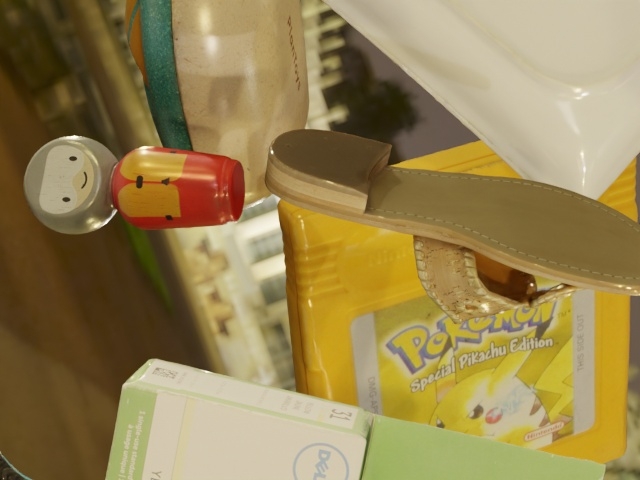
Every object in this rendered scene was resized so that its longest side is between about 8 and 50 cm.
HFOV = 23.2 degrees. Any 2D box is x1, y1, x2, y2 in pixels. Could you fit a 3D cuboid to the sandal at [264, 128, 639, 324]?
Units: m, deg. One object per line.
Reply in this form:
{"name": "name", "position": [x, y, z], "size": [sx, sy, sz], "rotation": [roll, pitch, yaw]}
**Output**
{"name": "sandal", "position": [0.079, 0.008, 0.902], "size": [0.088, 0.240, 0.079], "rotation": [-53, 157, -53]}

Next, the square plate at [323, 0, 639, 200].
{"name": "square plate", "position": [0.163, -0.250, 1.095], "size": [0.344, 0.347, 0.049], "rotation": [42, -13, 8]}

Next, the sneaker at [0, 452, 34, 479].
{"name": "sneaker", "position": [-0.252, 0.226, 1.205], "size": [0.262, 0.104, 0.125], "rotation": [27, -30, 8]}

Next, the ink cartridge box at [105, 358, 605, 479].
{"name": "ink cartridge box", "position": [0.007, 0.167, 0.767], "size": [0.056, 0.235, 0.171], "rotation": [-51, 153, -77]}

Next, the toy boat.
{"name": "toy boat", "position": [-0.105, -0.113, 1.150], "size": [0.318, 0.148, 0.267], "rotation": [-73, 161, -51]}

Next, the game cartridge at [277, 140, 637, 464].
{"name": "game cartridge", "position": [0.116, 0.076, 1.221], "size": [0.052, 0.285, 0.323], "rotation": [-128, -153, -51]}
